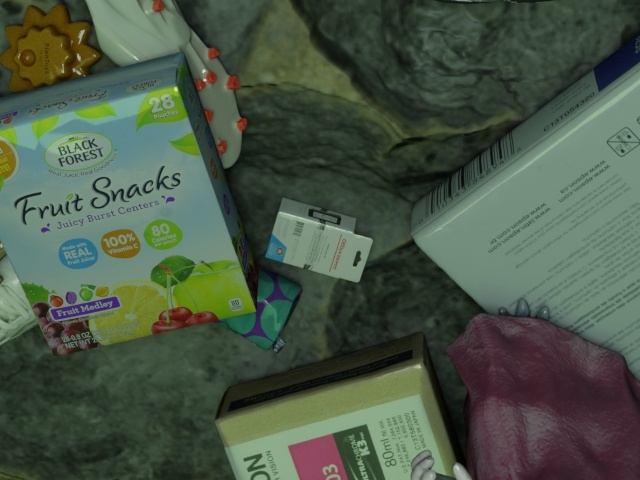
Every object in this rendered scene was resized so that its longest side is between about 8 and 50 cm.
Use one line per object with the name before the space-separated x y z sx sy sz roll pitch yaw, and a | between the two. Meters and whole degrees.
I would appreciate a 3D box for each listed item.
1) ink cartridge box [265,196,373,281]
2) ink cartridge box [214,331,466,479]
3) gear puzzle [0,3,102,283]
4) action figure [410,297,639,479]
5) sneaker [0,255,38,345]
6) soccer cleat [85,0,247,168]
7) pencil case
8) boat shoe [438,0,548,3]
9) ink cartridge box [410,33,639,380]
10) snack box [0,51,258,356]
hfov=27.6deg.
ink cartridge box | 0.000 0.000 1.106 0.083 0.028 0.048 17 120 -2
ink cartridge box | 0.036 0.223 1.156 0.193 0.088 0.234 -18 102 8
gear puzzle | -0.300 -0.053 1.060 0.339 0.044 0.175 -43 87 12
action figure | 0.157 0.223 0.944 0.248 0.370 0.275 16 127 -3
sneaker | -0.299 0.068 1.145 0.235 0.095 0.090 -31 110 20
soccer cleat | -0.124 -0.140 1.028 0.076 0.068 0.196 -8 123 35
pencil case | -0.094 0.041 1.121 0.152 0.064 0.070 25 115 -7
boat shoe | 0.164 -0.209 0.946 0.206 0.065 0.075 -7 118 11
ink cartridge box | 0.299 -0.002 1.046 0.324 0.071 0.330 -37 114 24
snack box | -0.159 -0.024 1.010 0.175 0.070 0.207 -14 120 7
